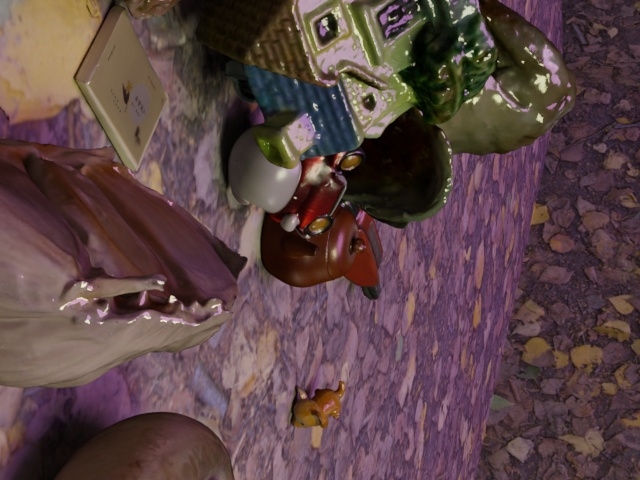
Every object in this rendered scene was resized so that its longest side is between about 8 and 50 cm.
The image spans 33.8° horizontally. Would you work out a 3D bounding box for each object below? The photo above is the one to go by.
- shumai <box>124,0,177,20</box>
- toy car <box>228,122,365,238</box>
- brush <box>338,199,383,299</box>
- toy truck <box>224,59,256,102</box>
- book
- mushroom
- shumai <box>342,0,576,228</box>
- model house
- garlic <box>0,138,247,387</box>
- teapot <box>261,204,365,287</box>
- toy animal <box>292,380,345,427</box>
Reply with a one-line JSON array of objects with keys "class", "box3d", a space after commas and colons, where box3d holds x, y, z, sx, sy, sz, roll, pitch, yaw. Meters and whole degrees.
[{"class": "shumai", "box3d": [-0.090, -0.241, 0.796, 0.145, 0.116, 0.145, 6, 90, -68]}, {"class": "toy car", "box3d": [-0.035, -0.077, 1.044, 0.112, 0.112, 0.139, 3, 137, -37]}, {"class": "brush", "box3d": [0.045, 0.005, 1.397, 0.323, 0.070, 0.051, 67, 37, -62]}, {"class": "toy truck", "box3d": [-0.022, -0.261, 1.025, 0.140, 0.108, 0.256, -10, 110, -57]}, {"class": "book", "box3d": [-0.152, -0.118, 0.826, 0.111, 0.014, 0.077, 70, 34, -55]}, {"class": "mushroom", "box3d": [-0.125, 0.247, 0.807, 0.226, 0.178, 0.226, 13, 90, -81]}, {"class": "shumai", "box3d": [0.103, -0.158, 1.284, 0.292, 0.330, 0.288, 33, 83, -30]}, {"class": "model house", "box3d": [0.016, -0.161, 0.907, 0.189, 0.195, 0.214, -34, 130, -16]}, {"class": "garlic", "box3d": [-0.161, 0.029, 0.648, 0.142, 0.178, 0.229, -53, 143, 11]}, {"class": "teapot", "box3d": [0.000, 0.000, 1.187, 0.173, 0.116, 0.116, -17, 114, -71]}, {"class": "toy animal", "box3d": [-0.002, 0.211, 1.359, 0.081, 0.060, 0.083, -40, 158, 1]}]
